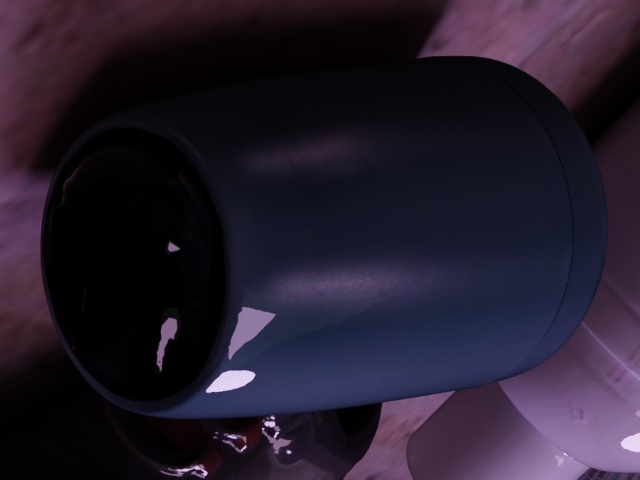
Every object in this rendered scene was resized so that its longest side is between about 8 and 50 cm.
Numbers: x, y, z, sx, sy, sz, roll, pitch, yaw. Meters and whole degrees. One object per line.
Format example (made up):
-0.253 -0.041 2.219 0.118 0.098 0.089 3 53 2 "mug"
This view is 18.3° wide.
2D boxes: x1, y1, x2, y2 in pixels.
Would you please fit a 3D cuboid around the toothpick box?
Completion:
0.000 0.000 0.672 0.184 0.120 0.120 -8 143 -45 "toothpick box"

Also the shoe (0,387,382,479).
-0.045 0.074 0.783 0.112 0.099 0.227 -53 158 15 "shoe"

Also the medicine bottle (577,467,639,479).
0.173 0.108 1.098 0.135 0.135 0.215 -24 153 -30 "medicine bottle"

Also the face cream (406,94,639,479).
0.164 0.018 0.905 0.370 0.145 0.145 -48 155 18 "face cream"
